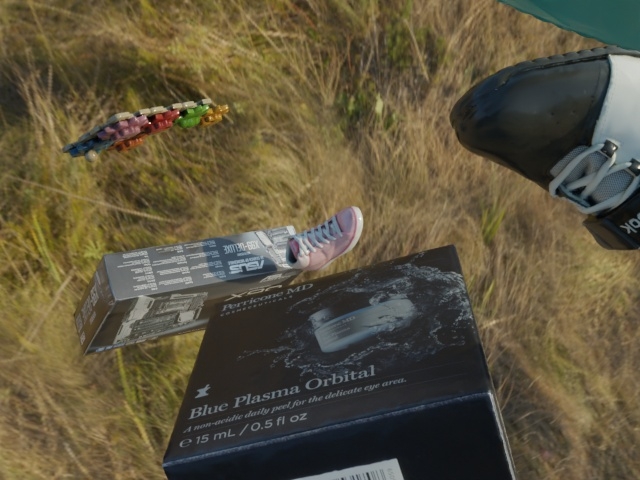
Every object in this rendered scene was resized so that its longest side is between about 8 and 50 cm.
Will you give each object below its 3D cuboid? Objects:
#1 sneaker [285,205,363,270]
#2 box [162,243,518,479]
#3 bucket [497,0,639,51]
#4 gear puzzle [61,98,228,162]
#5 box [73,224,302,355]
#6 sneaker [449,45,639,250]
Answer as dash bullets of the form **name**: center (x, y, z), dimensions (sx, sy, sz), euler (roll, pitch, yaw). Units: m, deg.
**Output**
- **sneaker**: center (0.000, 0.000, 1.172), dimensions (0.070, 0.134, 0.051), euler (2, 56, -38)
- **box**: center (0.015, 0.090, 0.453), dimensions (0.155, 0.158, 0.093), euler (-14, 112, 9)
- **bucket**: center (0.126, -0.207, 0.336), dimensions (0.281, 0.281, 0.183), euler (27, 93, 13)
- **gear puzzle**: center (-0.286, -0.195, 1.501), dimensions (0.175, 0.339, 0.044), euler (-22, 92, 36)
- **box**: center (-0.206, 0.078, 1.315), dimensions (0.307, 0.242, 0.077), euler (-9, 70, -31)
- **sneaker**: center (0.253, -0.040, 0.617), dimensions (0.330, 0.122, 0.146), euler (8, 65, -17)
